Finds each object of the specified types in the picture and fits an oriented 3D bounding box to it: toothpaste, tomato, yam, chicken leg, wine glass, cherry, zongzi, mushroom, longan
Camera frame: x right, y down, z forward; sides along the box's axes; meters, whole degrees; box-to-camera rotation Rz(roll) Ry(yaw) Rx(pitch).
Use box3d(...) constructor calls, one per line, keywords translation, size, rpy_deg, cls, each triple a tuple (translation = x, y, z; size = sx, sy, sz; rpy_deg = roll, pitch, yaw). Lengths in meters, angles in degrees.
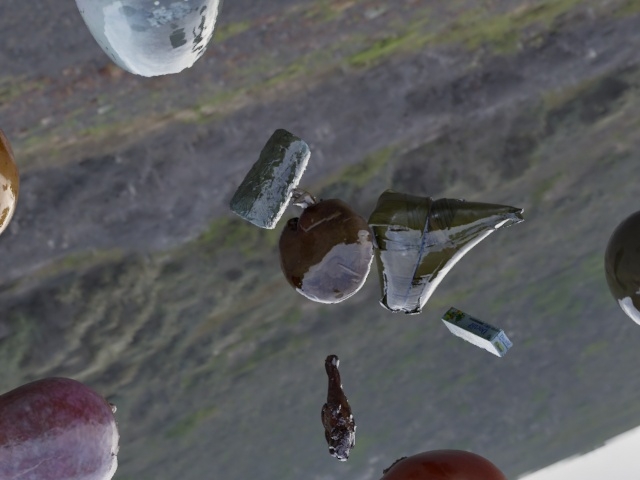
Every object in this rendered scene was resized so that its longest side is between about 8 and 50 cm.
box3d(translation=(0.284, 0.167, 2.354), size=(0.034, 0.046, 0.164), rpy_deg=(-45, -151, -12), cls="toothpaste")
box3d(translation=(0.223, 0.533, 2.309), size=(0.322, 0.321, 0.321), rpy_deg=(-25, 176, -2), cls="tomato")
box3d(translation=(-0.091, -0.114, 2.425), size=(0.183, 0.107, 0.107), rpy_deg=(-60, 176, -1), cls="yam")
box3d(translation=(0.028, 0.284, 2.159), size=(0.053, 0.093, 0.205), rpy_deg=(-8, -147, -6), cls="chicken leg")
box3d(translation=(-0.257, -0.410, 1.870), size=(0.238, 0.238, 0.323), rpy_deg=(-24, 145, -18), cls="wine glass")
box3d(translation=(-0.392, 0.282, 1.777), size=(0.192, 0.175, 0.250), rpy_deg=(-29, 152, 28), cls="cherry")
box3d(translation=(0.242, 0.033, 2.385), size=(0.289, 0.260, 0.123), rpy_deg=(4, -140, 18), cls="zongzi")
box3d(translation=(-0.001, -0.001, 1.695), size=(0.135, 0.170, 0.080), rpy_deg=(-37, 148, 15), cls="mushroom")
box3d(translation=(0.607, 0.055, 2.261), size=(0.248, 0.248, 0.248), rpy_deg=(-25, 176, -2), cls="longan")

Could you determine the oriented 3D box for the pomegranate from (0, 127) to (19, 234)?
box3d(translation=(-0.465, -0.072, 1.546), size=(0.209, 0.209, 0.209), rpy_deg=(-25, 176, -2), cls="pomegranate")
